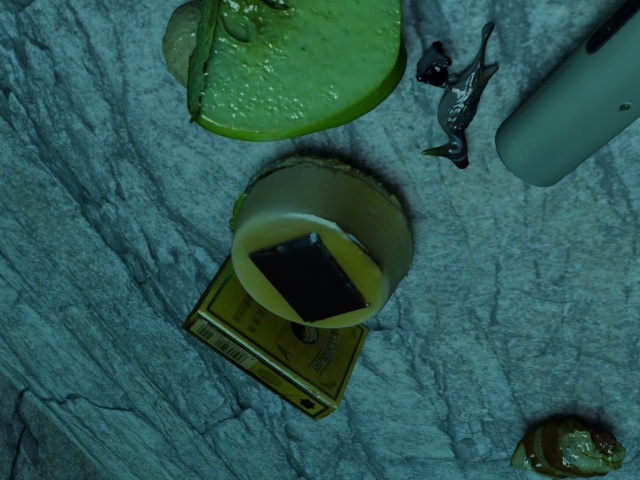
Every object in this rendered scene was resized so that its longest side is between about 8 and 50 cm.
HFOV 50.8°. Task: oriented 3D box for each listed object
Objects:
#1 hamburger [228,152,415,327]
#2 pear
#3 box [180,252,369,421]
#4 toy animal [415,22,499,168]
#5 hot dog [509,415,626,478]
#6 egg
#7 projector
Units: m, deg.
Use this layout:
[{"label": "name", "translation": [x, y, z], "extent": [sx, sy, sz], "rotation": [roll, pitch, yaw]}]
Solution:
[{"label": "hamburger", "translation": [0.000, 0.000, 1.058], "extent": [0.302, 0.170, 0.302], "rotation": [11, 135, 11]}, {"label": "pear", "translation": [-0.024, -0.249, 0.821], "extent": [0.292, 0.292, 0.159], "rotation": [38, 177, -11]}, {"label": "box", "translation": [-0.074, 0.161, 1.228], "extent": [0.301, 0.193, 0.084], "rotation": [37, 137, -9]}, {"label": "toy animal", "translation": [0.178, -0.176, 0.875], "extent": [0.105, 0.070, 0.202], "rotation": [-6, 126, 7]}, {"label": "hot dog", "translation": [0.452, 0.384, 1.249], "extent": [0.146, 0.103, 0.213], "rotation": [22, 151, -25]}, {"label": "egg", "translation": [-0.159, -0.261, 0.934], "extent": [0.118, 0.116, 0.140], "rotation": [9, 115, 54]}, {"label": "projector", "translation": [0.324, -0.182, 0.725], "extent": [0.108, 0.108, 0.337], "rotation": [32, 147, -4]}]
